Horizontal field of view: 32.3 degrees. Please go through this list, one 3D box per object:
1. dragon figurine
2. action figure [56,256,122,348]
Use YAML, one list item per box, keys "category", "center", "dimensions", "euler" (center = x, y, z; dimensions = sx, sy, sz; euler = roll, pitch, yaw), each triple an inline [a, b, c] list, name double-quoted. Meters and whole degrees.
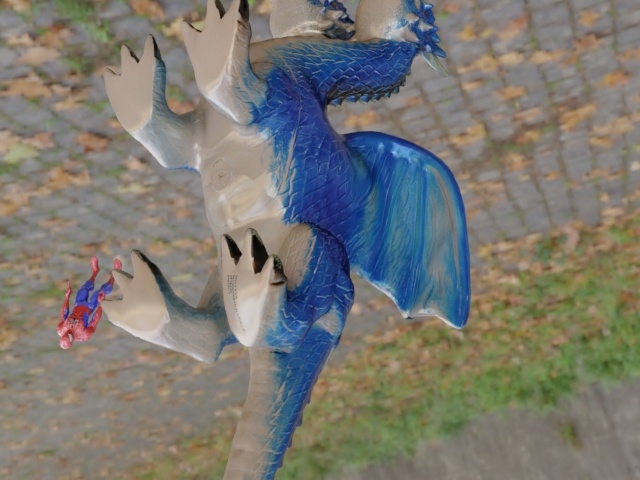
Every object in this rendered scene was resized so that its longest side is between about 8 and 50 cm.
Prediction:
- category: "dragon figurine"
  center: [0.000, 0.000, 0.414]
  dimensions: [0.085, 0.289, 0.144]
  euler: [-23, 157, 39]
- category: "action figure"
  center: [-0.215, 0.057, 1.014]
  dimensions: [0.038, 0.115, 0.030]
  euler: [10, 132, 4]
